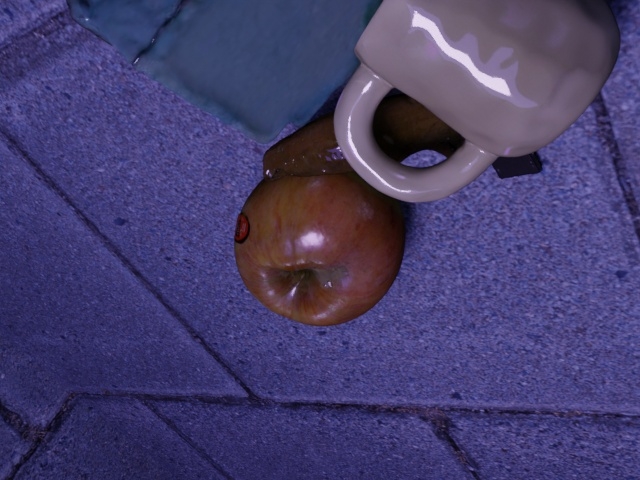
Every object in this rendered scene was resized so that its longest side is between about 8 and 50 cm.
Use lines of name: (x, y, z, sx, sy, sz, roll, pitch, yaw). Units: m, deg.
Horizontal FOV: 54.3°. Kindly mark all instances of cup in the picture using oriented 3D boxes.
cup: (0.136, -0.159, 0.596, 0.202, 0.255, 0.173, 34, 177, -6)

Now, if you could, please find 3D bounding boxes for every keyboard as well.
keyboard: (0.201, -0.151, 0.749, 0.060, 0.018, 0.195, -8, 130, 46)

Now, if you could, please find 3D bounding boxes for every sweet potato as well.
sweet potato: (0.061, -0.112, 0.743, 0.286, 0.085, 0.112, -13, 141, 11)

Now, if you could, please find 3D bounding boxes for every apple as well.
apple: (0.000, 0.000, 0.894, 0.261, 0.194, 0.260, 14, 139, 13)

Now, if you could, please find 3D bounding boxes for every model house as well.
model house: (-0.111, -0.277, 0.656, 0.249, 0.230, 0.280, 48, -170, 24)
